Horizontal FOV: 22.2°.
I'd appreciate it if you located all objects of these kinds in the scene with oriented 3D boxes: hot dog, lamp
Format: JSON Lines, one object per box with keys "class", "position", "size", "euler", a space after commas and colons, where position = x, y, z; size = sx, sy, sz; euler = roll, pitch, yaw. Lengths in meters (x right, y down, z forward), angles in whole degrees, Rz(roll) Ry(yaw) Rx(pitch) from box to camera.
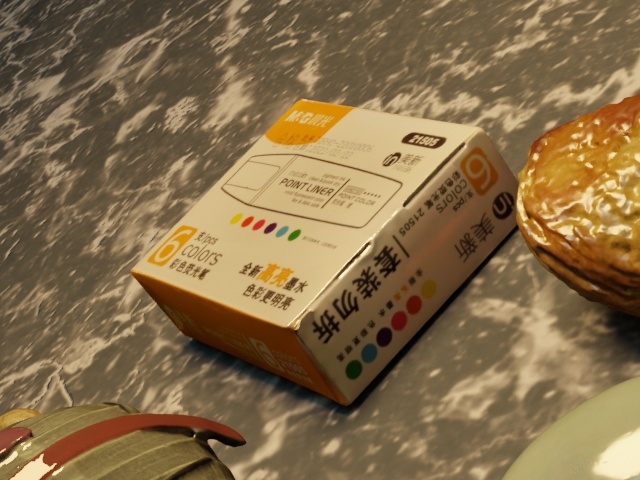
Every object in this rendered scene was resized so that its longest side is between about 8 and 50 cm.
{"class": "hot dog", "position": [0.245, -0.034, 0.989], "size": [0.259, 0.114, 0.175], "euler": [-18, 37, 39]}
{"class": "lamp", "position": [-0.147, 0.218, 0.958], "size": [0.265, 0.233, 0.233], "euler": [-40, 23, -33]}

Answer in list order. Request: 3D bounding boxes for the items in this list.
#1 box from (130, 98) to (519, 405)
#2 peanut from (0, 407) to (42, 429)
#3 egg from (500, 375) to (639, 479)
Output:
{"class": "box", "position": [0.000, 0.000, 1.262], "size": [0.221, 0.091, 0.274], "euler": [-47, 28, -19]}
{"class": "peanut", "position": [-0.263, 0.170, 1.370], "size": [0.113, 0.054, 0.054], "euler": [-19, 32, 34]}
{"class": "egg", "position": [0.190, 0.138, 0.697], "size": [0.264, 0.183, 0.183], "euler": [-19, 32, 22]}
